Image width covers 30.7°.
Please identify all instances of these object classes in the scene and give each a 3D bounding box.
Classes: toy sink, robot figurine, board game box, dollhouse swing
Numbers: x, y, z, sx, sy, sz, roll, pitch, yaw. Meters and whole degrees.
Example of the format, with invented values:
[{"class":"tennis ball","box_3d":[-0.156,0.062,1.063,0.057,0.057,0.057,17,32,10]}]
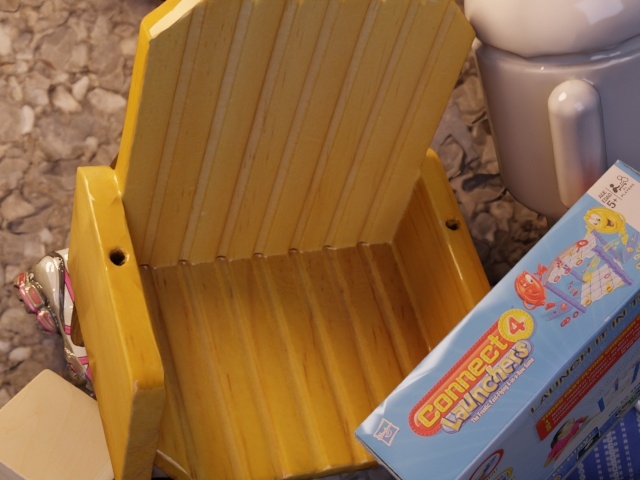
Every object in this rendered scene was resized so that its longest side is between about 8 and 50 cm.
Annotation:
[{"class":"toy sink","box_3d":[-0.294,0.263,1.095,0.131,0.153,0.234,34,114,2]},{"class":"robot figurine","box_3d":[0.245,-0.159,1.060,0.200,0.300,0.353,-6,128,18]},{"class":"board game box","box_3d":[0.194,0.124,1.014,0.308,0.302,0.086,-45,63,-7]},{"class":"dollhouse swing","box_3d":[0.000,0.000,0.971,0.347,0.305,0.315,-5,62,-26]}]

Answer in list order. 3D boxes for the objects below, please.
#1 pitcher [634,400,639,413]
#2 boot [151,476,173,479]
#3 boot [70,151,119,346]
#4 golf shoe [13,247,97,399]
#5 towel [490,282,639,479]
[{"class":"pitcher","box_3d":[0.434,0.164,1.174,0.178,0.125,0.207,-44,87,13]},{"class":"boot","box_3d":[-0.180,0.346,1.103,0.118,0.223,0.338,24,100,3]},{"class":"boot","box_3d":[-0.144,0.018,1.136,0.165,0.077,0.213,18,68,-24]},{"class":"golf shoe","box_3d":[-0.216,0.091,1.145,0.086,0.067,0.186,-35,99,-2]},{"class":"towel","box_3d":[0.295,0.139,1.225,0.336,0.040,0.243,-14,96,-6]}]
